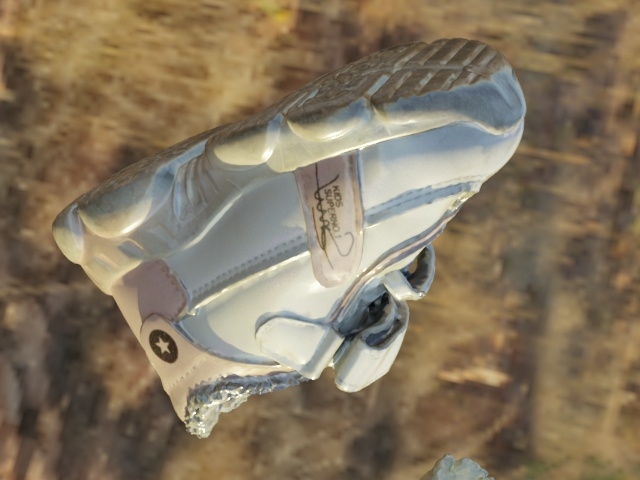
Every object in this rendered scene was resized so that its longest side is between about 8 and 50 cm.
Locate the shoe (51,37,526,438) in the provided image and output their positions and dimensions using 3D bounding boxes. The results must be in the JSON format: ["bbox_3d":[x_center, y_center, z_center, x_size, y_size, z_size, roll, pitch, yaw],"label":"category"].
[{"bbox_3d":[0.002,-0.001,1.246,0.172,0.351,0.198,-37,103,-52],"label":"shoe"}]

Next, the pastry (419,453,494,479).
[{"bbox_3d":[0.046,0.254,1.384,0.258,0.089,0.121,-36,141,-51],"label":"pastry"}]
